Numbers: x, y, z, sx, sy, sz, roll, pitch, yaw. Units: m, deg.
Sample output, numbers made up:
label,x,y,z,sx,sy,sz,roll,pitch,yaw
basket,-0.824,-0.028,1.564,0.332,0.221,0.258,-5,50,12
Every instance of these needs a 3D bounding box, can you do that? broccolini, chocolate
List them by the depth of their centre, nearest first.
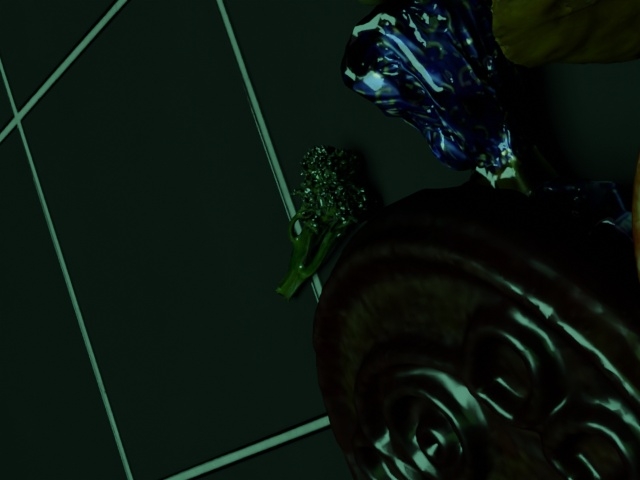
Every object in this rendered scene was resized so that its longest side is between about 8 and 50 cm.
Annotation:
label,x,y,z,sx,sy,sz,roll,pitch,yaw
chocolate,0.149,-0.032,0.941,0.148,0.126,0.343,-39,73,11
broccolini,-0.012,0.001,1.196,0.074,0.058,0.201,62,141,31

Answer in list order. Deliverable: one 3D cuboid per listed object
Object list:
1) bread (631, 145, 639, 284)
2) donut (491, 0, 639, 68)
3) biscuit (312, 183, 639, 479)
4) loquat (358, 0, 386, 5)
label,x,y,z,sx,sy,sz,roll,pitch,yaw
bread,0.307,-0.012,0.628,0.327,0.114,0.295,7,100,48
donut,0.205,-0.192,0.682,0.277,0.277,0.108,-47,52,49
biscuit,0.142,0.155,0.921,0.407,0.091,0.407,38,144,34
loquat,0.035,-0.308,0.816,0.328,0.328,0.359,42,142,38
